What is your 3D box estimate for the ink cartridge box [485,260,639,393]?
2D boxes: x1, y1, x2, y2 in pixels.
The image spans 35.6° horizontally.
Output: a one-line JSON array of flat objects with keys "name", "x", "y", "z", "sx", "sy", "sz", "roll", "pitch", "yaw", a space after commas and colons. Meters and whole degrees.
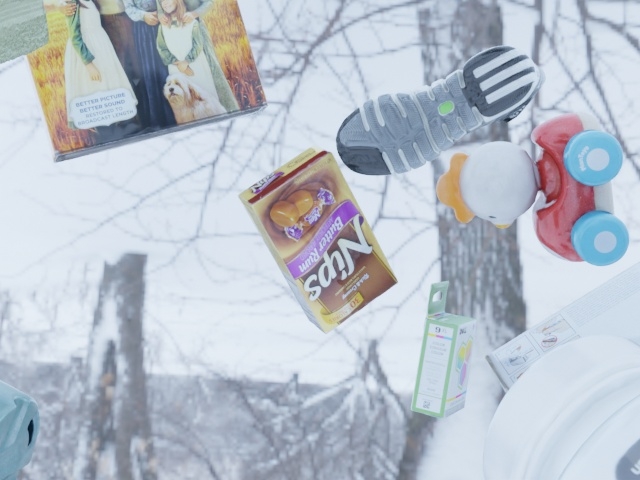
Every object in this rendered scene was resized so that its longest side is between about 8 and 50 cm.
[{"name": "ink cartridge box", "x": 0.386, "y": 0.170, "z": 1.090, "sx": 0.309, "sy": 0.272, "sz": 0.130, "roll": -32, "pitch": -154, "yaw": 3}]

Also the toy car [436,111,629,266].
[{"name": "toy car", "x": 0.283, "y": -0.064, "z": 1.399, "sx": 0.238, "sy": 0.210, "sz": 0.219, "roll": -7, "pitch": -168, "yaw": 3}]

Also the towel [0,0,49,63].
[{"name": "towel", "x": -0.352, "y": -0.246, "z": 1.092, "sx": 0.027, "sy": 0.110, "sz": 0.148, "roll": 15, "pitch": -149, "yaw": 22}]

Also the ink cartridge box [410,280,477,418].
[{"name": "ink cartridge box", "x": 0.206, "y": 0.175, "z": 1.622, "sx": 0.062, "sy": 0.209, "sz": 0.109, "roll": 10, "pitch": -176, "yaw": 23}]

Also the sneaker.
[{"name": "sneaker", "x": 0.137, "y": -0.129, "z": 1.057, "sx": 0.229, "sy": 0.086, "sz": 0.132, "roll": -20, "pitch": 175, "yaw": 28}]

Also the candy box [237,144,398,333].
[{"name": "candy box", "x": 0.000, "y": 0.000, "z": 1.128, "sx": 0.109, "sy": 0.186, "sz": 0.053, "roll": -35, "pitch": -153, "yaw": -12}]

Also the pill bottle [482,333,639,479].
[{"name": "pill bottle", "x": 0.215, "y": 0.170, "z": 0.465, "sx": 0.176, "sy": 0.176, "sz": 0.318, "roll": 8, "pitch": -162, "yaw": -29}]

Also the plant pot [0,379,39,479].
[{"name": "plant pot", "x": -0.528, "y": 0.231, "z": 1.131, "sx": 0.334, "sy": 0.341, "sz": 0.341, "roll": 21, "pitch": 171, "yaw": 4}]

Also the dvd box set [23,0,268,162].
[{"name": "dvd box set", "x": -0.274, "y": -0.346, "z": 1.372, "sx": 0.308, "sy": 0.420, "sz": 0.062, "roll": -15, "pitch": 179, "yaw": -18}]
